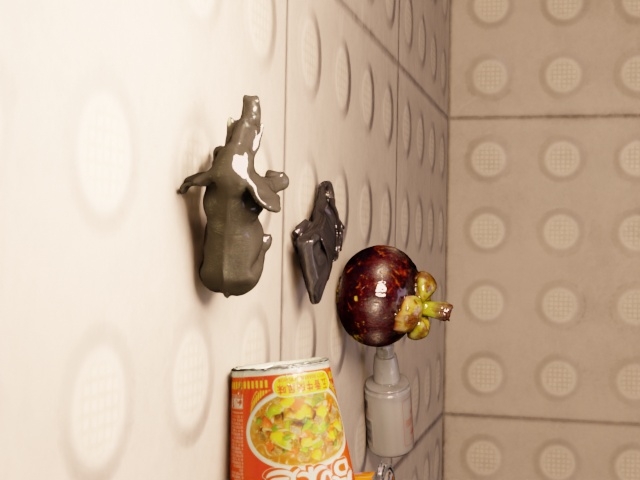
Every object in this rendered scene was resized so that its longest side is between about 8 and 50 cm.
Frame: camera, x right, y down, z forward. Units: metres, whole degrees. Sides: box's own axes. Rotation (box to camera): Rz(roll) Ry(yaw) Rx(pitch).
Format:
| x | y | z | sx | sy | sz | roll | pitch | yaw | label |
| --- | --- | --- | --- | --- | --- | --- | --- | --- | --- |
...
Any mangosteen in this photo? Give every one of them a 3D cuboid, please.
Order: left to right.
| x | y | z | sx | sy | sz | roll | pitch | yaw | label |
| --- | --- | --- | --- | --- | --- | --- | --- | --- | --- |
| 0.138 | 0.107 | 1.937 | 0.192 | 0.217 | 0.192 | 7 | 90 | -79 | mangosteen |

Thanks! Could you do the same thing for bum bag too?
| x | y | z | sx | sy | sz | roll | pitch | yaw | label |
| --- | --- | --- | --- | --- | --- | --- | --- | --- | --- |
| 0.000 | 0.000 | 1.691 | 0.248 | 0.060 | 0.123 | -66 | 153 | -59 | bum bag |

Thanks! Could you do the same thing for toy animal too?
| x | y | z | sx | sy | sz | roll | pitch | yaw | label |
| --- | --- | --- | --- | --- | --- | --- | --- | --- | --- |
| -0.089 | -0.043 | 1.214 | 0.146 | 0.114 | 0.245 | -64 | 151 | -61 | toy animal |

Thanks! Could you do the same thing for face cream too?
| x | y | z | sx | sy | sz | roll | pitch | yaw | label |
| --- | --- | --- | --- | --- | --- | --- | --- | --- | --- |
| 0.143 | 0.328 | 2.204 | 0.101 | 0.101 | 0.252 | -57 | 145 | -65 | face cream |

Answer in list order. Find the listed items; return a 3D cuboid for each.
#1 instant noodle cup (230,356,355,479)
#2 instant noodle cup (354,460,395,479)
| x | y | z | sx | sy | sz | roll | pitch | yaw | label |
| --- | --- | --- | --- | --- | --- | --- | --- | --- | --- |
| -0.042 | 0.262 | 1.339 | 0.193 | 0.193 | 0.212 | 9 | 75 | -76 | instant noodle cup |
| 0.057 | 0.475 | 1.812 | 0.177 | 0.125 | 0.208 | -42 | 131 | -73 | instant noodle cup |
